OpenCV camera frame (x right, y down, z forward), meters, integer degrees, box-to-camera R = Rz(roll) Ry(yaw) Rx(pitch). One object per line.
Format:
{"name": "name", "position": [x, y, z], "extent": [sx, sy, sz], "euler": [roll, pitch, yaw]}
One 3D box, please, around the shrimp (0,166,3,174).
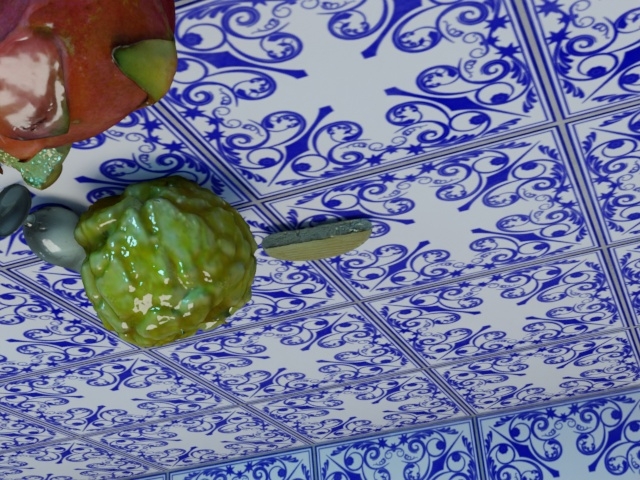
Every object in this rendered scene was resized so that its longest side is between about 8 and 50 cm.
{"name": "shrimp", "position": [-0.509, -0.094, 1.517], "extent": [0.083, 0.023, 0.114], "euler": [-6, 151, -4]}

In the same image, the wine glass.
{"name": "wine glass", "position": [-0.422, -0.011, 1.627], "extent": [0.093, 0.093, 0.202], "euler": [-17, 152, 23]}

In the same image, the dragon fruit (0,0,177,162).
{"name": "dragon fruit", "position": [-0.292, -0.231, 0.978], "extent": [0.290, 0.291, 0.189], "euler": [-10, 159, 10]}

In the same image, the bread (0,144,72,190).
{"name": "bread", "position": [-0.389, -0.148, 1.312], "extent": [0.156, 0.125, 0.086], "euler": [27, 135, -20]}

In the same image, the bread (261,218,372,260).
{"name": "bread", "position": [-0.003, 0.002, 1.796], "extent": [0.193, 0.036, 0.112], "euler": [-10, 159, 2]}

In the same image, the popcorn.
{"name": "popcorn", "position": [-0.230, 0.035, 1.590], "extent": [0.282, 0.247, 0.282], "euler": [-12, 166, -3]}
